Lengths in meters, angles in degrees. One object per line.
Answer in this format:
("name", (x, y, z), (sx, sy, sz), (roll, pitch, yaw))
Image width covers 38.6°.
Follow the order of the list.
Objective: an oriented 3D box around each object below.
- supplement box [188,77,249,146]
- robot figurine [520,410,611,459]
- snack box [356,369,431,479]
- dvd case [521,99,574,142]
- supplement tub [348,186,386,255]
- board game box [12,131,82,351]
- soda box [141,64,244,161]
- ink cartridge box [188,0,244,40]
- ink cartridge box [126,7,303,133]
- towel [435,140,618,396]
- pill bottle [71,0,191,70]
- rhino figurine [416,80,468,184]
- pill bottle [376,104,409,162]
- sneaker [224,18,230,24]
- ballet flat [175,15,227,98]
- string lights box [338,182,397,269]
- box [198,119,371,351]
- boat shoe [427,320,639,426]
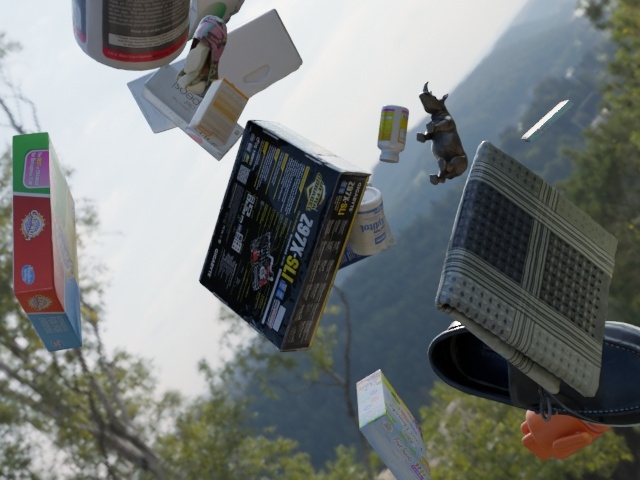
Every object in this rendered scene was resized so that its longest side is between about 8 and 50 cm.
("supplement box", (-0.170, -0.214, 1.533), (0.036, 0.062, 0.098), (-2, 56, 51))
("robot figurine", (0.514, 0.364, 1.874), (0.219, 0.128, 0.158), (-44, -23, 27))
("snack box", (0.149, 0.391, 1.897), (0.070, 0.174, 0.207), (-32, 15, 11))
("dvd case", (0.361, -0.189, 1.457), (0.087, 0.013, 0.119), (-43, -2, 10))
("supplement tub", (0.080, -0.035, 1.625), (0.071, 0.071, 0.107), (-49, -41, -43))
("board game box", (-0.486, 0.005, 1.625), (0.064, 0.316, 0.242), (-8, -29, -6))
("soda box", (-0.265, -0.265, 1.896), (0.074, 0.216, 0.069), (-51, 4, -20))
("ink cartridge box", (-0.204, -0.534, 1.918), (0.181, 0.056, 0.225), (-41, -2, -39))
("ink cartridge box", (-0.277, -0.430, 2.353), (0.285, 0.166, 0.395), (-38, 19, -30))
("towel", (0.324, 0.048, 1.404), (0.056, 0.324, 0.312), (-29, 35, 50))
("pill bottle", (-0.262, -0.410, 1.284), (0.176, 0.176, 0.318), (-49, -14, -37))
("rhino figurine", (0.279, -0.255, 2.135), (0.106, 0.243, 0.073), (-13, -4, -40))
("pill bottle", (0.109, -0.161, 1.382), (0.043, 0.044, 0.083), (96, -178, -85))
("sneaker", (-0.316, -0.548, 2.240), (0.071, 0.189, 0.066), (-63, -31, -49))
("ballet flat", (-0.223, -0.320, 1.672), (0.079, 0.077, 0.221), (-47, -6, -30))
("string lights box", (0.000, 0.000, 1.752), (0.260, 0.133, 0.077), (-23, 0, -18))
("box", (-0.070, -0.013, 1.546), (0.079, 0.257, 0.321), (1, -67, -45))
("boat shoe", (0.401, 0.228, 1.614), (0.156, 0.186, 0.500), (-5, 7, -43))
